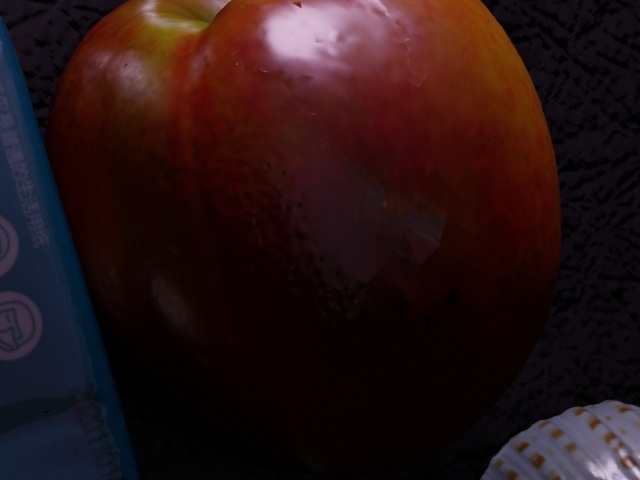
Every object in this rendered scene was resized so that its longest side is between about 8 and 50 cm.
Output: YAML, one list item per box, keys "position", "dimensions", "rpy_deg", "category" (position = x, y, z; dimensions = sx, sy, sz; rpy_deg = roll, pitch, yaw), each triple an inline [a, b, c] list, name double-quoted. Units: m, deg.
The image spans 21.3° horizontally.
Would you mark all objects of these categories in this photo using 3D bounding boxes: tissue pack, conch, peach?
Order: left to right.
- position: [-0.198, 0.048, 0.752]
  dimensions: [0.192, 0.134, 0.270]
  rpy_deg: [-16, 96, -19]
  category: "tissue pack"
- position: [0.000, 0.000, 0.832]
  dimensions: [0.249, 0.245, 0.274]
  rpy_deg: [-22, 111, 3]
  category: "peach"
- position: [0.181, 0.182, 0.940]
  dimensions: [0.200, 0.131, 0.172]
  rpy_deg: [-30, 103, -24]
  category: "conch"
